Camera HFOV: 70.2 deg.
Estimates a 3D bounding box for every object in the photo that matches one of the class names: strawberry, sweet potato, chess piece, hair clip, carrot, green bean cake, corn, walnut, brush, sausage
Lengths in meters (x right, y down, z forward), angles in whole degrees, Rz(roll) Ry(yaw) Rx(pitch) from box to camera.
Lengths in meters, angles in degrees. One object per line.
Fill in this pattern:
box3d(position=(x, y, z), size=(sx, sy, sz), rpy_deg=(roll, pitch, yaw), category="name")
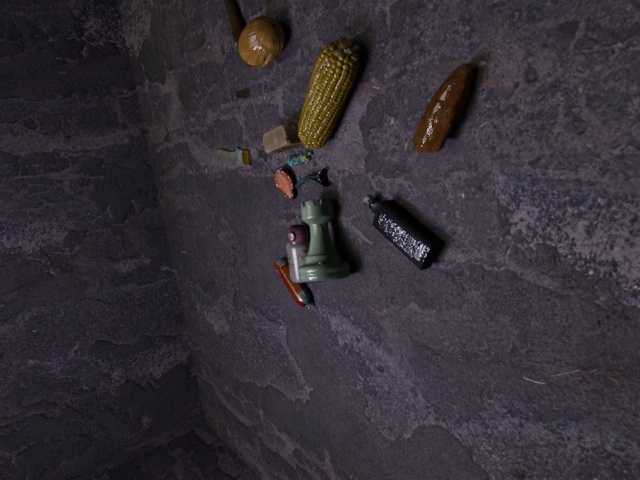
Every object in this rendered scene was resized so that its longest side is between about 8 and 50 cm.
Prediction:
box3d(position=(-0.143, -0.241, 1.898), size=(0.104, 0.048, 0.152), rpy_deg=(-19, 101, 49), category="strawberry")
box3d(position=(0.321, -0.336, 1.176), size=(0.097, 0.097, 0.251), rpy_deg=(50, 134, 31), category="sweet potato")
box3d(position=(0.000, 0.000, 1.688), size=(0.195, 0.195, 0.299), rpy_deg=(-11, 85, 56), category="chess piece")
box3d(position=(-0.087, -0.318, 1.797), size=(0.173, 0.049, 0.049), rpy_deg=(1, 104, 53), category="hair clip")
box3d(position=(-0.347, -0.886, 1.914), size=(0.070, 0.070, 0.342), rpy_deg=(-33, 74, 54), category="carrot")
box3d(position=(-0.138, -0.398, 1.771), size=(0.179, 0.109, 0.085), rpy_deg=(-4, 100, 56), category="green bean cake")
box3d(position=(0.017, -0.474, 1.496), size=(0.144, 0.144, 0.387), rpy_deg=(56, 141, 24), category="corn")
box3d(position=(-0.219, -0.741, 1.699), size=(0.197, 0.165, 0.165), rpy_deg=(-37, 73, 57), category="walnut")
box3d(position=(-0.437, -0.422, 2.260), size=(0.337, 0.020, 0.085), rpy_deg=(18, 118, 51), category="brush")
box3d(position=(-0.116, 0.194, 2.002), size=(0.264, 0.083, 0.083), rpy_deg=(56, 142, 23), category="sausage")
box3d(position=(-0.039, -0.233, 1.769), size=(0.229, 0.039, 0.070), rpy_deg=(2, 104, 59), category="hair clip")

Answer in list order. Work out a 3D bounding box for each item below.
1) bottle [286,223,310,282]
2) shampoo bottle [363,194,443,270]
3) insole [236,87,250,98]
box3d(position=(-0.084, 0.050, 1.872), size=(0.110, 0.110, 0.233), rpy_deg=(12, 113, 52), category="bottle")
box3d(position=(0.238, -0.044, 1.413), size=(0.309, 0.071, 0.098), rpy_deg=(47, 138, 34), category="shampoo bottle")
box3d(position=(-0.352, -0.665, 2.060), size=(0.135, 0.002, 0.045), rpy_deg=(18, 117, 51), category="insole")
